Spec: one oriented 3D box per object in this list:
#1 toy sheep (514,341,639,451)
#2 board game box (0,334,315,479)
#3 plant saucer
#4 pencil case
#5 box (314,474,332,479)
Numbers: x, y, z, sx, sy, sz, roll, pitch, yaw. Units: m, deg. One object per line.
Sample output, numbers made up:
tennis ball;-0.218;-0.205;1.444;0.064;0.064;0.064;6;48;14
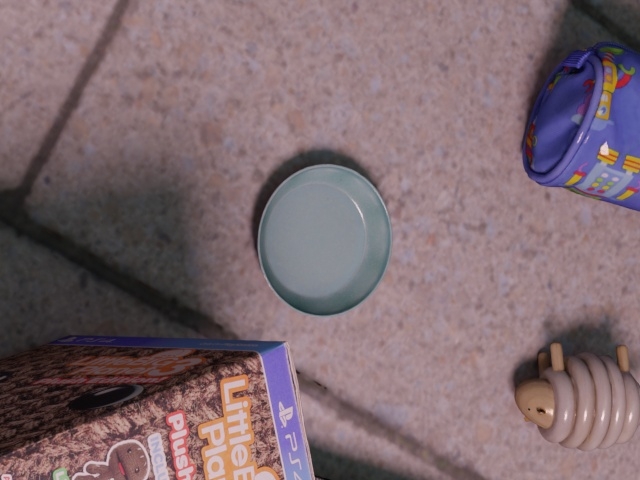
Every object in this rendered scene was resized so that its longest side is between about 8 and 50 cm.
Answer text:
toy sheep;0.225;0.132;1.448;0.132;0.091;0.091;2;92;-10
board game box;-0.185;0.166;1.098;0.291;0.232;0.141;-19;103;-45
plant saucer;0.000;0.000;1.351;0.119;0.021;0.119;-2;94;-28
pencil case;0.323;-0.076;1.439;0.306;0.119;0.133;13;92;-18
box;-0.011;0.292;1.340;0.270;0.060;0.216;22;82;-28
